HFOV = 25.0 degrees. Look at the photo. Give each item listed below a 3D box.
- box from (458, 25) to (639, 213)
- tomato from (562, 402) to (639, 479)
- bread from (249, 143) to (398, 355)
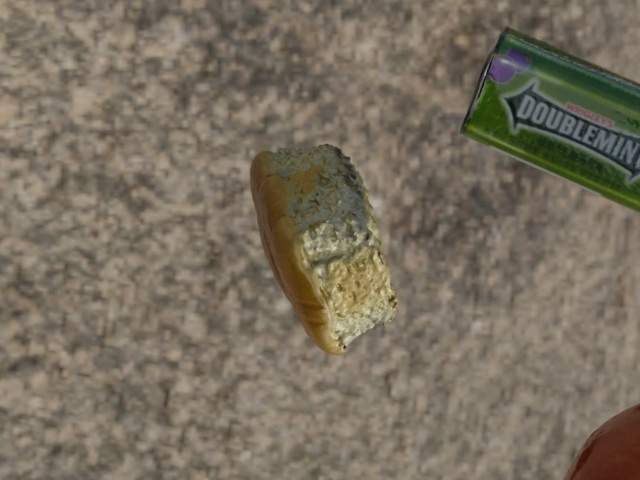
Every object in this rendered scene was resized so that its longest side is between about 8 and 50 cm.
[{"bbox_3d":[0.330,-0.108,1.585,0.097,0.345,0.134,-55,169,-57],"label":"box"},{"bbox_3d":[0.240,0.224,0.961,0.260,0.180,0.259,-29,127,-47],"label":"tomato"},{"bbox_3d":[0.000,0.000,1.514,0.121,0.245,0.174,-16,121,-7],"label":"bread"}]
